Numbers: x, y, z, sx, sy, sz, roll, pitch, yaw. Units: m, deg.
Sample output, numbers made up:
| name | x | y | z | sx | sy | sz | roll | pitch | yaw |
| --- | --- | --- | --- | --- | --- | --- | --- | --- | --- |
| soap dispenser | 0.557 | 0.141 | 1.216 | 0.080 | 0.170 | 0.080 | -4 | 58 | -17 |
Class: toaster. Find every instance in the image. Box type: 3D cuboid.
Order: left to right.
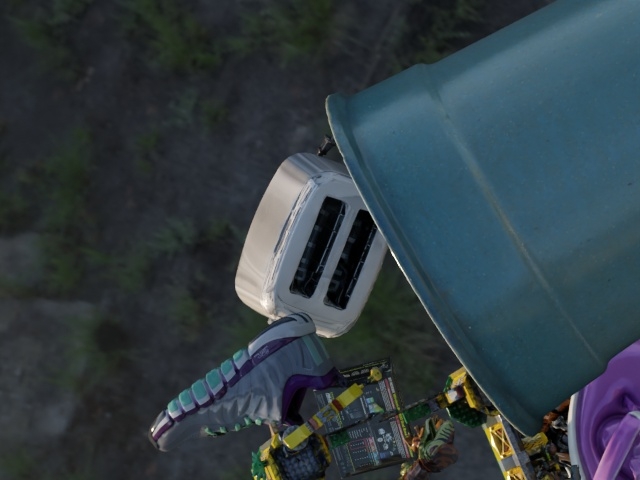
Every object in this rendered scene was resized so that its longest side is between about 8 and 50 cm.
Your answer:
| name | x | y | z | sx | sy | sz | roll | pitch | yaw |
| --- | --- | --- | --- | --- | --- | --- | --- | --- | --- |
| toaster | 0.000 | 0.000 | 1.600 | 0.227 | 0.129 | 0.146 | -67 | 18 | 5 |

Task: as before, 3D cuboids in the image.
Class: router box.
| name | x | y | z | sx | sy | sz | roll | pitch | yaw |
| --- | --- | --- | --- | --- | --- | --- | --- | --- | --- |
| router box | 0.052 | 0.200 | 1.655 | 0.092 | 0.122 | 0.038 | -14 | 21 | 7 |

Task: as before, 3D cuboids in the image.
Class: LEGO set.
| name | x | y | z | sx | sy | sz | roll | pitch | yaw |
| --- | --- | --- | --- | --- | --- | --- | --- | --- | --- |
| LEGO set | 0.113 | 0.227 | 1.363 | 0.192 | 0.331 | 0.255 | 131 | 126 | -65 |

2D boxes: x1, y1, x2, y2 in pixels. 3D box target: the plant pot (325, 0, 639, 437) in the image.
| name | x | y | z | sx | sy | sz | roll | pitch | yaw |
| --- | --- | --- | --- | --- | --- | --- | --- | --- | --- |
| plant pot | 0.235 | -0.064 | 1.236 | 0.334 | 0.341 | 0.341 | -31 | 54 | 10 |

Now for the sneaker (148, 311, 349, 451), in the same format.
| name | x | y | z | sx | sy | sz | roll | pitch | yaw |
| --- | --- | --- | --- | --- | --- | --- | --- | --- | --- |
| sneaker | -0.077 | 0.170 | 1.481 | 0.223 | 0.083 | 0.098 | -39 | 79 | 23 |

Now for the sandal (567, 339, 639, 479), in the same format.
| name | x | y | z | sx | sy | sz | roll | pitch | yaw |
| --- | --- | --- | --- | --- | --- | --- | --- | --- | --- |
| sandal | 0.351 | 0.281 | 1.524 | 0.169 | 0.102 | 0.416 | -1 | 65 | 4 |

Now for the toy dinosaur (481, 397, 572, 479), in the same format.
| name | x | y | z | sx | sy | sz | roll | pitch | yaw |
| --- | --- | --- | --- | --- | --- | --- | --- | --- | --- |
| toy dinosaur | 0.309 | 0.257 | 1.909 | 0.322 | 0.218 | 0.164 | 96 | 179 | -48 |
